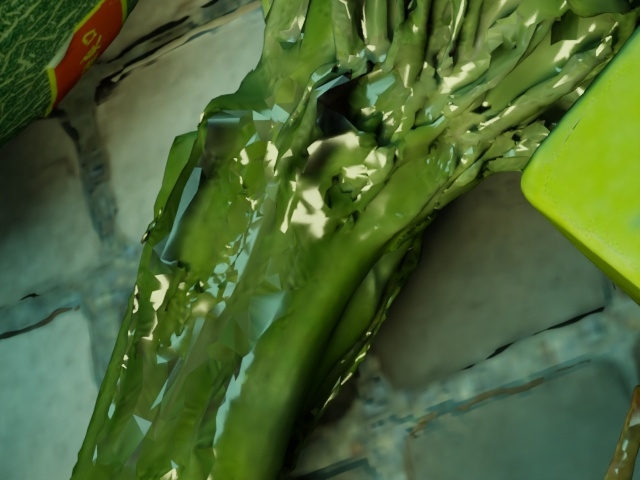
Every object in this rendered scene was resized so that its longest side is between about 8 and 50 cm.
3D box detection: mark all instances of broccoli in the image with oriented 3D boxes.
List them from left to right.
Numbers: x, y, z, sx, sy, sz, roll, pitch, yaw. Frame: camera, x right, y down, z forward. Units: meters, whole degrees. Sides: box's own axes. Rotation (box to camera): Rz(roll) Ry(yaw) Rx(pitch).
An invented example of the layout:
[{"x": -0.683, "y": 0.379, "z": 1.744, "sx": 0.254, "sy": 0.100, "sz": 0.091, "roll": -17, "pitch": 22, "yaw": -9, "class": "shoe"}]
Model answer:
[{"x": -0.007, "y": -0.003, "z": 0.506, "sx": 0.165, "sy": 0.145, "sz": 0.304, "roll": 34, "pitch": 102, "yaw": 42, "class": "broccoli"}]

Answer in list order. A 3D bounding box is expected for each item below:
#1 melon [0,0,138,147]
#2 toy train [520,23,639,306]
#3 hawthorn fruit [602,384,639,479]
[{"x": -0.154, "y": -0.107, "z": 0.581, "sx": 0.182, "sy": 0.182, "sz": 0.287, "roll": 31, "pitch": 70, "yaw": 35, "class": "melon"}, {"x": 0.244, "y": -0.079, "z": 0.365, "sx": 0.442, "sy": 0.179, "sz": 0.272, "roll": -50, "pitch": 48, "yaw": 4, "class": "toy train"}, {"x": 0.029, "y": 0.142, "z": 0.387, "sx": 0.162, "sy": 0.163, "sz": 0.203, "roll": 54, "pitch": 127, "yaw": 33, "class": "hawthorn fruit"}]
